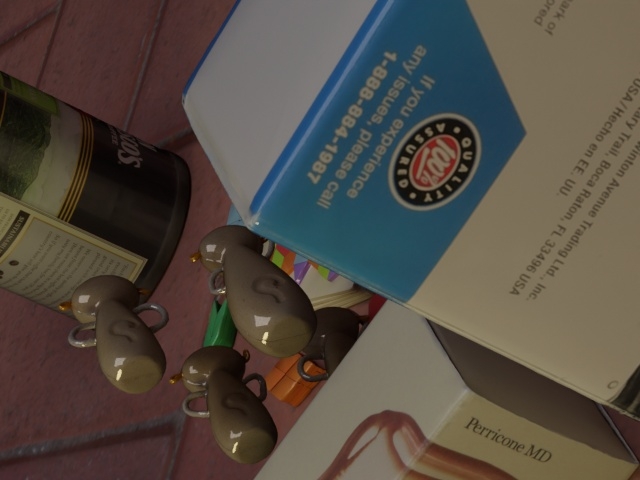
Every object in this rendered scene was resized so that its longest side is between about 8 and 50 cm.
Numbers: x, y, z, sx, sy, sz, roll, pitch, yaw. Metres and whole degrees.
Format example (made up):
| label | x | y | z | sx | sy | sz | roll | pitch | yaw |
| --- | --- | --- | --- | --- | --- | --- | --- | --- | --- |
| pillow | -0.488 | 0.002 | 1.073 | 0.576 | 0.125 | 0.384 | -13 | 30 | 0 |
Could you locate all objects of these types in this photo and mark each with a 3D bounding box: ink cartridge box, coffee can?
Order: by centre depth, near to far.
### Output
| label | x | y | z | sx | sy | sz | roll | pitch | yaw |
| --- | --- | --- | --- | --- | --- | --- | --- | --- | --- |
| ink cartridge box | 0.179 | -0.072 | 0.862 | 0.285 | 0.395 | 0.166 | -57 | 26 | 13 |
| coffee can | -0.299 | -0.050 | 1.776 | 0.201 | 0.275 | 0.202 | -39 | 37 | 38 |

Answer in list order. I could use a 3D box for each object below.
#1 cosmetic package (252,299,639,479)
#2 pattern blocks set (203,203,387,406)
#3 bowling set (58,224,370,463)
| label | x | y | z | sx | sy | sz | roll | pitch | yaw |
| --- | --- | --- | --- | --- | --- | --- | --- | --- | --- |
| cosmetic package | 0.042 | 0.192 | 1.133 | 0.296 | 0.153 | 0.129 | -56 | 31 | 18 |
| pattern blocks set | 0.000 | 0.000 | 1.494 | 0.325 | 0.026 | 0.285 | -34 | 40 | 44 |
| bowling set | -0.038 | 0.088 | 1.312 | 0.154 | 0.287 | 0.200 | -127 | 27 | -56 |
